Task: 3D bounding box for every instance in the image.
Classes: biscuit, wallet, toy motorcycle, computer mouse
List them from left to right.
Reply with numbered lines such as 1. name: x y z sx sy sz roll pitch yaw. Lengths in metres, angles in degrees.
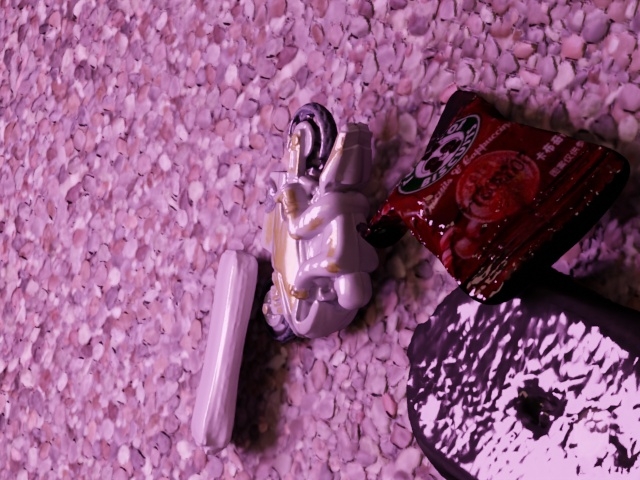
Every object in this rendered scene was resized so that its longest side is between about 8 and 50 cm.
1. wallet: -0.089 0.102 1.367 0.095 0.033 0.190 173 107 -80
2. toy motorcycle: 0.000 0.000 1.281 0.151 0.074 0.229 39 123 50
3. biscuit: 0.117 -0.037 1.136 0.151 0.063 0.235 -46 26 -6
4. computer mouse: 0.180 0.124 1.053 0.323 0.116 0.183 29 93 59
